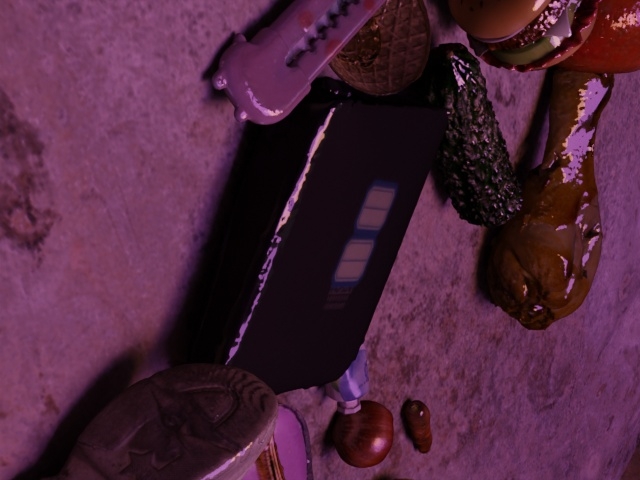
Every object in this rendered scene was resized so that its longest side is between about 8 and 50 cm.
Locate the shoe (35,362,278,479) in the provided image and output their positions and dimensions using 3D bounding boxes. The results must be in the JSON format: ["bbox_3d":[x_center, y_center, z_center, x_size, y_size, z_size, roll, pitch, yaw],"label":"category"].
[{"bbox_3d":[-0.177,0.265,1.611,0.342,0.132,0.210,-39,151,-22],"label":"shoe"}]

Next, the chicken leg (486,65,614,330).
[{"bbox_3d":[0.333,-0.075,2.381,0.201,0.152,0.429,-33,135,-70],"label":"chicken leg"}]

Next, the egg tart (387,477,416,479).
[{"bbox_3d":[0.129,0.438,2.355,0.094,0.234,0.234,-42,172,36],"label":"egg tart"}]

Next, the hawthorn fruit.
[{"bbox_3d":[0.345,-0.290,2.140,0.251,0.199,0.199,-31,141,-31],"label":"hawthorn fruit"}]

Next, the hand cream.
[{"bbox_3d":[0.031,0.145,2.055,0.084,0.053,0.142,-37,133,-46],"label":"hand cream"}]

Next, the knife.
[{"bbox_3d":[0.036,-0.245,1.652,0.398,0.038,0.132,-48,116,-29],"label":"knife"}]

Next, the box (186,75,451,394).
[{"bbox_3d":[0.000,0.000,1.799,0.359,0.091,0.350,-2,115,-64],"label":"box"}]

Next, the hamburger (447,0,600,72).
[{"bbox_3d":[0.217,-0.280,1.909,0.137,0.175,0.175,34,81,-49],"label":"hamburger"}]

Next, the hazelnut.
[{"bbox_3d":[0.052,0.246,2.163,0.086,0.086,0.086,-46,150,-37],"label":"hazelnut"}]

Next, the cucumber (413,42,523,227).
[{"bbox_3d":[0.169,-0.129,2.028,0.096,0.096,0.359,-59,153,-15],"label":"cucumber"}]

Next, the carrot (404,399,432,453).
[{"bbox_3d":[0.142,0.269,2.413,0.036,0.035,0.165,-55,157,-22],"label":"carrot"}]

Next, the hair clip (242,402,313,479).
[{"bbox_3d":[-0.043,0.303,2.038,0.110,0.095,0.359,-22,134,-7],"label":"hair clip"}]

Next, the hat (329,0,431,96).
[{"bbox_3d":[0.035,-0.210,1.715,0.146,0.067,0.146,6,79,-33],"label":"hat"}]
